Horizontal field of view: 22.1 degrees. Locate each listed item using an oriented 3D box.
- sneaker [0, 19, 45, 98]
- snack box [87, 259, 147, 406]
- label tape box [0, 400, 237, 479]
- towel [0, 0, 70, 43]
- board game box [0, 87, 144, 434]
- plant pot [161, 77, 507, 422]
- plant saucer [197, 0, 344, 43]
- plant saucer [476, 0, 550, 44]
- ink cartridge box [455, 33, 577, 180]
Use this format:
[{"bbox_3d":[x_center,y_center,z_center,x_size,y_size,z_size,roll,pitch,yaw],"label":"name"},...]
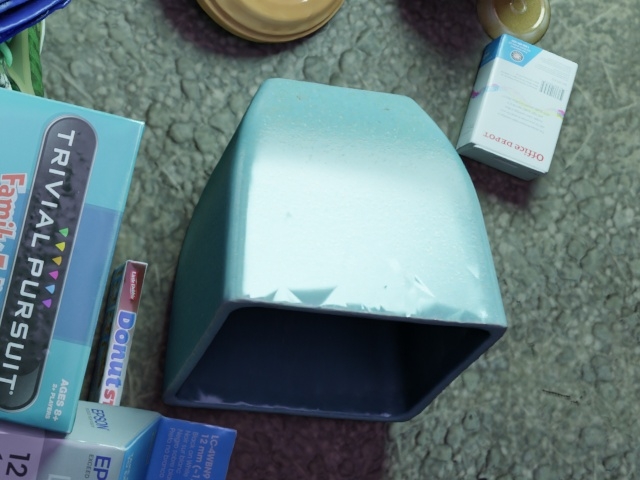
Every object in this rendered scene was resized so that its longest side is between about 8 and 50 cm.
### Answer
[{"bbox_3d":[-0.298,-0.159,1.427,0.158,0.182,0.410,-8,84,-19],"label":"sneaker"},{"bbox_3d":[-0.189,0.109,1.486,0.022,0.064,0.178,13,79,-15],"label":"snack box"},{"bbox_3d":[-0.254,0.262,1.383,0.347,0.115,0.249,11,100,-15],"label":"label tape box"},{"bbox_3d":[-0.353,-0.276,1.356,0.308,0.076,0.227,41,43,10],"label":"towel"},{"bbox_3d":[-0.330,-0.010,1.289,0.336,0.079,0.254,13,90,-6],"label":"board game box"},{"bbox_3d":[0.000,0.000,1.479,0.247,0.248,0.252,6,63,-17],"label":"plant pot"},{"bbox_3d":[-0.042,-0.290,1.573,0.200,0.037,0.200,-3,96,-32],"label":"plant saucer"},{"bbox_3d":[0.202,-0.240,1.687,0.083,0.015,0.083,3,82,-18],"label":"plant saucer"},{"bbox_3d":[0.197,-0.132,1.651,0.088,0.052,0.122,21,75,-14],"label":"ink cartridge box"}]
